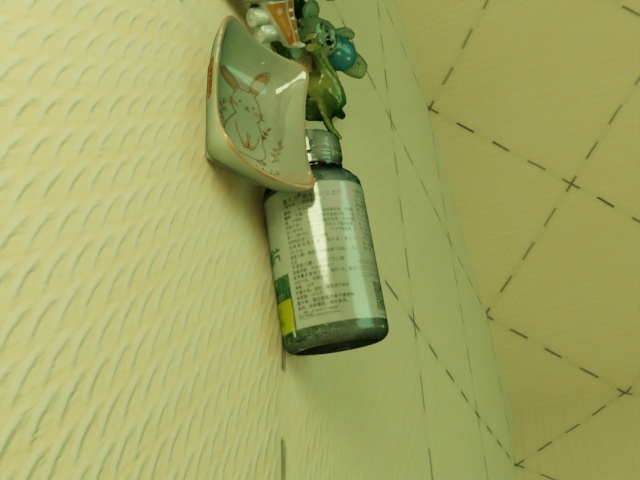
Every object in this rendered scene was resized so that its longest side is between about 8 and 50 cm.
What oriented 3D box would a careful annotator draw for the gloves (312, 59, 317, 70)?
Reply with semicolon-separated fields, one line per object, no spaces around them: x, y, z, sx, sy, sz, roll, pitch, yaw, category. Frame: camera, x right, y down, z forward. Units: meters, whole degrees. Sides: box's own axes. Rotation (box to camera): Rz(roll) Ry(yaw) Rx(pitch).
0.002;-0.357;1.324;0.037;0.044;0.081;154;-55;-72;gloves

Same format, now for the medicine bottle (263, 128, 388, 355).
0.000;0.000;0.876;0.141;0.141;0.293;29;50;-65;medicine bottle

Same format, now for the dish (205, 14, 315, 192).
-0.087;-0.159;0.818;0.151;0.077;0.212;25;49;-40;dish

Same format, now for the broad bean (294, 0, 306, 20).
-0.042;-0.441;1.240;0.195;0.046;0.061;55;37;-50;broad bean

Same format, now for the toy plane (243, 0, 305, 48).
-0.048;-0.418;0.984;0.245;0.117;0.244;-22;124;-36;toy plane

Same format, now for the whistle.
0.026;-0.373;1.264;0.236;0.077;0.114;16;95;-53;whistle

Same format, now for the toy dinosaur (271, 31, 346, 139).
0.016;-0.220;1.154;0.447;0.087;0.301;-103;168;-46;toy dinosaur
